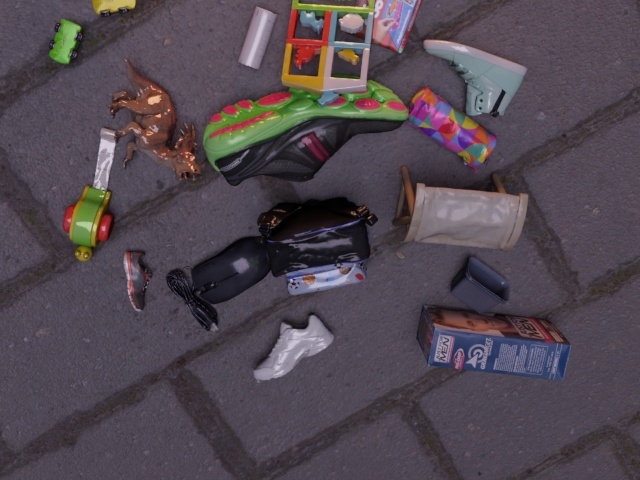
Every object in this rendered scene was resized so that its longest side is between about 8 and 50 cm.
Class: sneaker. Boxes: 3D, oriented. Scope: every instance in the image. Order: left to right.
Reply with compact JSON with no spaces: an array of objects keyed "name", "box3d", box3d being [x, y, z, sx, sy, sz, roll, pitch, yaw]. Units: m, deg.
[{"name":"sneaker","box3d":[-0.450,0.102,1.934,0.064,0.061,0.158,-8,107,-7]},{"name":"sneaker","box3d":[-0.086,0.269,1.993,0.232,0.090,0.115,-33,98,-3]},{"name":"sneaker","box3d":[-0.031,-0.254,1.822,0.482,0.185,0.202,-13,134,-2]},{"name":"sneaker","box3d":[0.345,-0.378,1.825,0.255,0.094,0.151,18,107,-7]}]

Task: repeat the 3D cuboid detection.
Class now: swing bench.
[{"name":"swing bench","box3d":[0.320,-0.067,1.825,0.253,0.255,0.165,6,105,-5]}]

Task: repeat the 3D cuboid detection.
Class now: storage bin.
[{"name":"storage bin","box3d":[0.402,0.118,1.974,0.135,0.098,0.091,35,129,-12]}]

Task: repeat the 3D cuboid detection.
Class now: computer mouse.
[{"name":"computer mouse","box3d":[-0.236,0.098,1.936,0.272,0.072,0.189,-35,104,6]}]

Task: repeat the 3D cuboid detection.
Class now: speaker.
[{"name":"speaker","box3d":[-0.146,-0.468,1.792,0.055,0.055,0.136,18,104,-8]}]

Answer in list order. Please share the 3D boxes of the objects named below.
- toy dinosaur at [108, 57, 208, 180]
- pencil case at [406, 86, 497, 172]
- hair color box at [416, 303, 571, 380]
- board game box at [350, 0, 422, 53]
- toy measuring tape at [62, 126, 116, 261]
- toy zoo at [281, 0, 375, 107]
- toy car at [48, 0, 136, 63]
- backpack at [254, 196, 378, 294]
[{"name":"toy dinosaur","box3d":[-0.379,-0.275,1.805,0.200,0.127,0.296,-10,94,-8]},{"name":"pencil case","box3d":[0.313,-0.266,1.853,0.236,0.104,0.104,35,101,-10]},{"name":"hair color box","box3d":[0.434,0.257,1.964,0.346,0.174,0.105,7,104,-5]},{"name":"board game box","box3d":[0.173,-0.593,1.790,0.145,0.027,0.282,19,104,-7]},{"name":"toy measuring tape","box3d":[-0.542,-0.101,1.843,0.121,0.121,0.330,14,104,-7]},{"name":"toy zoo","box3d":[0.019,-0.440,1.735,0.192,0.030,0.294,6,76,6]},{"name":"toy car","box3d":[-0.558,-0.513,1.758,0.238,0.053,0.225,23,103,-8]},{"name":"backpack","box3d":[0.000,0.000,1.825,0.276,0.263,0.213,-7,111,3]}]
